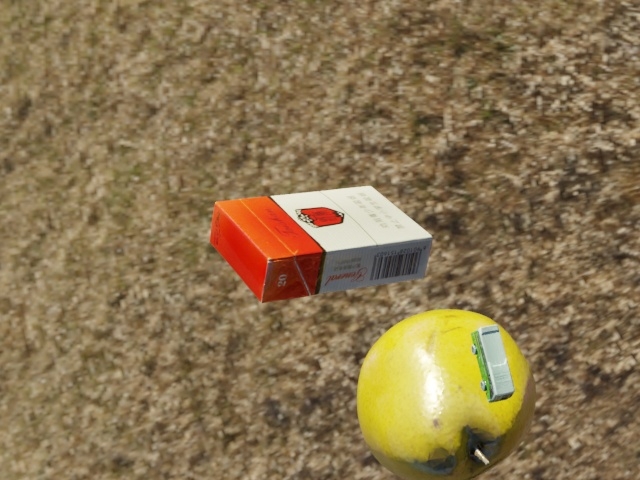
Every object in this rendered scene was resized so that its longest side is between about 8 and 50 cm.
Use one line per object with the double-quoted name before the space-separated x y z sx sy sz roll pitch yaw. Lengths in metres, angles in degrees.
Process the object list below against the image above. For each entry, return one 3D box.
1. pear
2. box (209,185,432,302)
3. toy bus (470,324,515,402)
"pear" 0.192 0.259 1.688 0.285 0.336 0.285 5 130 7
"box" 0.000 0.000 0.889 0.100 0.152 0.048 42 133 49
"toy bus" 0.195 0.139 1.242 0.037 0.031 0.083 123 136 -70
